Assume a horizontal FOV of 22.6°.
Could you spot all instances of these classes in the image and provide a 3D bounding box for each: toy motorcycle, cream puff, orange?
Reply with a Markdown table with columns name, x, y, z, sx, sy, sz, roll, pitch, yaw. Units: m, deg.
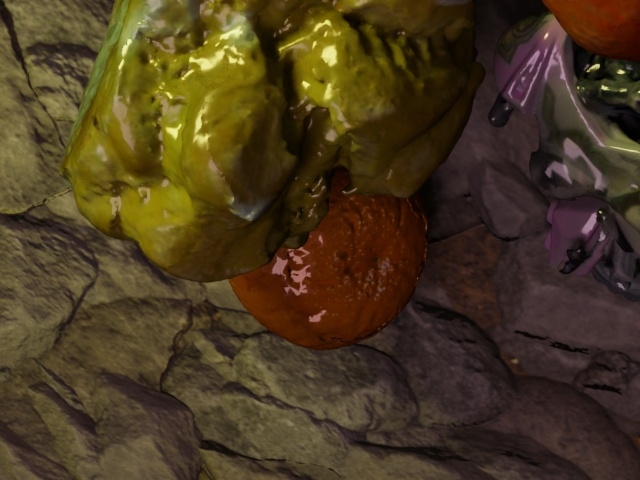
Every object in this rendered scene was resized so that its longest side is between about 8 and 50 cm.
| name | x | y | z | sx | sy | sz | roll | pitch | yaw |
| --- | --- | --- | --- | --- | --- | --- | --- | --- | --- |
| toy motorcycle | 0.224 | -0.072 | 1.267 | 0.188 | 0.143 | 0.327 | 26 | 151 | 20 |
| cream puff | -0.026 | -0.135 | 1.219 | 0.275 | 0.378 | 0.378 | 20 | 138 | -15 |
| orange | 0.000 | 0.000 | 1.420 | 0.161 | 0.193 | 0.193 | 35 | 151 | 55 |

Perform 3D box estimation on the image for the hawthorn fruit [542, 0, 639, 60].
| name | x | y | z | sx | sy | sz | roll | pitch | yaw |
| --- | --- | --- | --- | --- | --- | --- | --- | --- | --- |
| hawthorn fruit | 0.237 | -0.244 | 1.027 | 0.224 | 0.224 | 0.261 | 46 | 147 | -12 |
